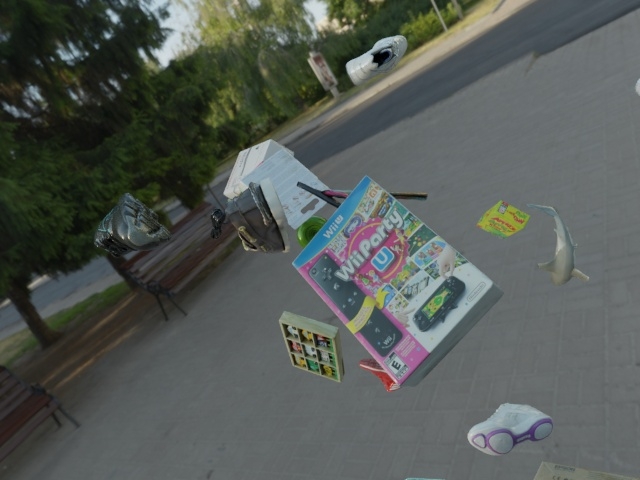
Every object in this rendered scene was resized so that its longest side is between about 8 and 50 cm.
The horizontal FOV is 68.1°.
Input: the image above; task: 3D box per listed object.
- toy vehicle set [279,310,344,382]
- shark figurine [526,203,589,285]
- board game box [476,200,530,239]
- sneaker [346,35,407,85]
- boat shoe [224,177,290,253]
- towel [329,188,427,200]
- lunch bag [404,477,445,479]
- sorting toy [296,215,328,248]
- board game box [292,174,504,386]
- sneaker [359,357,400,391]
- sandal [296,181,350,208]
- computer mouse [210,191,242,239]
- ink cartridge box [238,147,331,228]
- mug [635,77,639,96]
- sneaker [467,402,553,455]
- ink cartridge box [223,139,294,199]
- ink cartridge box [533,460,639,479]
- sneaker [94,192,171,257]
[{"bbox_3d":[-0.019,0.316,1.383,0.166,0.267,0.035,13,51,19],"label":"toy vehicle set"},{"bbox_3d":[0.686,0.031,1.392,0.116,0.278,0.166,-15,15,-1],"label":"shark figurine"},{"bbox_3d":[0.541,-0.058,1.415,0.043,0.092,0.181,-58,-7,-7],"label":"board game box"},{"bbox_3d":[0.219,-0.621,1.607,0.297,0.111,0.129,-45,21,-31],"label":"sneaker"},{"bbox_3d":[-0.121,-0.030,0.955,0.096,0.117,0.324,-23,-10,-7],"label":"boat shoe"},{"bbox_3d":[0.182,-0.170,1.786,0.271,0.040,0.370,-3,8,-29],"label":"towel"},{"bbox_3d":[0.283,0.832,1.384,0.262,0.223,0.160,-25,24,-14],"label":"lunch bag"},{"bbox_3d":[0.000,0.000,1.580,0.127,0.365,0.126,-43,4,1],"label":"sorting toy"},{"bbox_3d":[0.123,0.066,0.835,0.224,0.097,0.303,-50,56,9],"label":"board game box"},{"bbox_3d":[0.281,0.635,2.200,0.221,0.128,0.087,11,17,21],"label":"sneaker"},{"bbox_3d":[0.031,-0.096,1.037,0.040,0.179,0.067,-61,-9,4],"label":"sandal"},{"bbox_3d":[-0.239,-0.122,1.414,0.262,0.060,0.184,-42,-5,-22],"label":"computer mouse"},{"bbox_3d":[-0.096,-0.143,1.375,0.181,0.224,0.056,-42,-12,-26],"label":"ink cartridge box"},{"bbox_3d":[0.699,-0.321,0.984,0.078,0.062,0.064,-20,26,16],"label":"mug"},{"bbox_3d":[0.629,0.637,1.621,0.305,0.114,0.152,-5,15,-15],"label":"sneaker"},{"bbox_3d":[-0.249,-0.258,1.861,0.283,0.117,0.207,-2,66,56],"label":"ink cartridge box"},{"bbox_3d":[0.645,0.640,1.101,0.234,0.193,0.088,-10,14,43],"label":"ink cartridge box"},{"bbox_3d":[-0.333,-0.010,0.829,0.106,0.101,0.267,-51,23,-7],"label":"sneaker"}]
